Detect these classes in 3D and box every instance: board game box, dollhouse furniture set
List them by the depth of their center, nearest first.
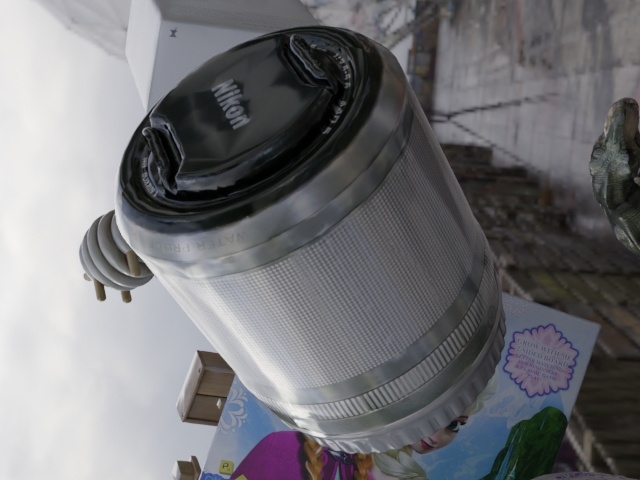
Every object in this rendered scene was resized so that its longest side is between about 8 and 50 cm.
[{"bbox_3d":[0.068,0.178,1.007,0.066,0.319,0.318,37,-109,-86],"label":"board game box"},{"bbox_3d":[-0.066,0.285,1.439,0.303,0.174,0.355,-69,27,19],"label":"dollhouse furniture set"}]

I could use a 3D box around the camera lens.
[{"bbox_3d":[0.000,0.000,0.758,0.274,0.219,0.219,57,-152,-38],"label":"camera lens"}]

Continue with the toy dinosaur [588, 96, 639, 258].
[{"bbox_3d":[0.231,-0.009,0.666,0.268,0.064,0.118,45,-139,-31],"label":"toy dinosaur"}]

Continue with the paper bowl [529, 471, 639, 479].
[{"bbox_3d":[0.199,0.317,0.771,0.148,0.284,0.284,165,112,-70],"label":"paper bowl"}]

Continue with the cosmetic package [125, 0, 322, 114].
[{"bbox_3d":[-0.129,-0.257,1.377,0.224,0.224,0.138,-119,37,-56],"label":"cosmetic package"}]

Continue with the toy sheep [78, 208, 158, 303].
[{"bbox_3d":[-0.202,0.013,1.048,0.091,0.132,0.091,34,-140,-35],"label":"toy sheep"}]
